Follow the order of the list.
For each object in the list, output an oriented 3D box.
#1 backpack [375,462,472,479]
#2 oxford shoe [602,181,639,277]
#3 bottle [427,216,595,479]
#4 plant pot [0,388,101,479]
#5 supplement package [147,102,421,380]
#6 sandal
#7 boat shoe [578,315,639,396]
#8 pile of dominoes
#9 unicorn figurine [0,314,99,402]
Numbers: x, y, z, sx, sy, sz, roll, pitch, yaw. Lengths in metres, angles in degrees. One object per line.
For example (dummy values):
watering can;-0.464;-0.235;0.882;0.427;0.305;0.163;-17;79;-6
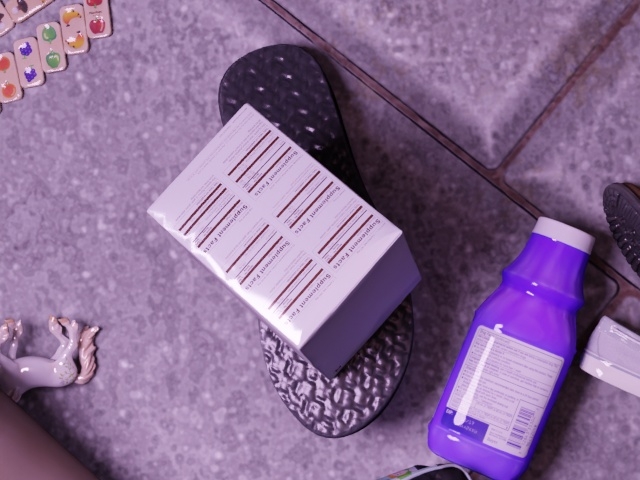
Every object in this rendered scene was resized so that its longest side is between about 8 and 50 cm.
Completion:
backpack;0.061;0.366;1.413;0.253;0.191;0.225;-22;85;-23
oxford shoe;0.400;0.014;1.477;0.096;0.083;0.227;-38;78;-24
bottle;0.214;0.115;1.473;0.118;0.092;0.282;22;90;6
plant pot;-0.361;0.305;1.429;0.280;0.323;0.323;31;91;-15
supplement package;-0.029;0.006;1.351;0.203;0.194;0.149;41;85;16
sandal;0.002;-0.002;1.507;0.168;0.107;0.445;-14;74;6
boat shoe;0.395;0.144;1.461;0.227;0.079;0.081;21;94;9
pile of dominoes;-0.373;-0.265;1.575;0.251;0.040;0.196;-34;85;4
unicorn figurine;-0.333;0.143;1.542;0.162;0.060;0.111;-1;98;0
